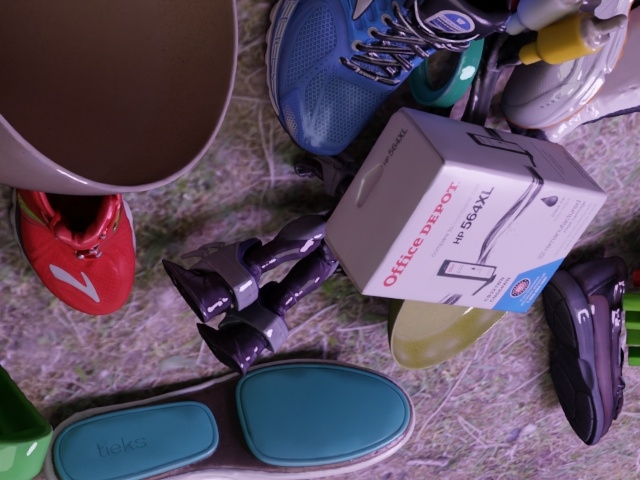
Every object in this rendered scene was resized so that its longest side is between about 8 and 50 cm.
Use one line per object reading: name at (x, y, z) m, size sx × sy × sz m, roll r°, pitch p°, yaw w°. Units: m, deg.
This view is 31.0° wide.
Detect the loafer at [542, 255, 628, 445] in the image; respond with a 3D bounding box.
loafer at (0.340, 0.139, 1.406) m, size 0.095 × 0.109 × 0.302 m, roll -26°, pitch 134°, yaw -8°

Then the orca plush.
orca plush at (0.326, -0.159, 1.121) m, size 0.287 × 0.151 × 0.102 m, roll -44°, pitch 165°, yaw 13°

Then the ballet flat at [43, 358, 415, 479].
ballet flat at (-0.099, 0.219, 1.267) m, size 0.400 × 0.139 × 0.139 m, roll -8°, pitch 134°, yaw -14°

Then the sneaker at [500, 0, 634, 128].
sneaker at (0.223, -0.225, 1.022) m, size 0.121 × 0.099 × 0.262 m, roll 21°, pitch 112°, yaw -30°

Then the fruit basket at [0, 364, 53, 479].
fruit basket at (-0.377, 0.093, 0.880) m, size 0.283 × 0.392 × 0.392 m, roll -1°, pitch 131°, yaw -26°

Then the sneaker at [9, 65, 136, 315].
sneaker at (-0.210, -0.023, 0.971) m, size 0.107 × 0.118 × 0.279 m, roll -15°, pitch 135°, yaw -12°

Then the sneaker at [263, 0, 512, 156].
sneaker at (0.064, -0.194, 0.923) m, size 0.130 × 0.147 × 0.330 m, roll 10°, pitch 127°, yaw -32°

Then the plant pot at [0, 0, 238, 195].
plant pot at (-0.215, -0.160, 0.767) m, size 0.191 × 0.284 × 0.284 m, roll -8°, pitch 146°, yaw 31°

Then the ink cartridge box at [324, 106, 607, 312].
ink cartridge box at (0.128, -0.021, 1.023) m, size 0.203 × 0.086 × 0.148 m, roll 7°, pitch 126°, yaw -36°

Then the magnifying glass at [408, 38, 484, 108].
magnifying glass at (0.128, -0.222, 0.983) m, size 0.026 × 0.092 × 0.231 m, roll 8°, pitch 116°, yaw -27°

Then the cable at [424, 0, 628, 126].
cable at (0.149, -0.175, 1.001) m, size 0.072 × 0.139 × 0.287 m, roll -12°, pitch 164°, yaw -36°

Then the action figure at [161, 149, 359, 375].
action figure at (0.000, 0.000, 1.115) m, size 0.285 × 0.099 × 0.185 m, roll -32°, pitch 132°, yaw -16°

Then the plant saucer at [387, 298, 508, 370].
plant saucer at (0.155, 0.035, 1.221) m, size 0.241 × 0.037 × 0.241 m, roll -31°, pitch 146°, yaw -24°

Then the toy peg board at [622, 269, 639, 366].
toy peg board at (0.400, 0.062, 1.350) m, size 0.079 × 0.160 × 0.161 m, roll 1°, pitch 140°, yaw 19°
